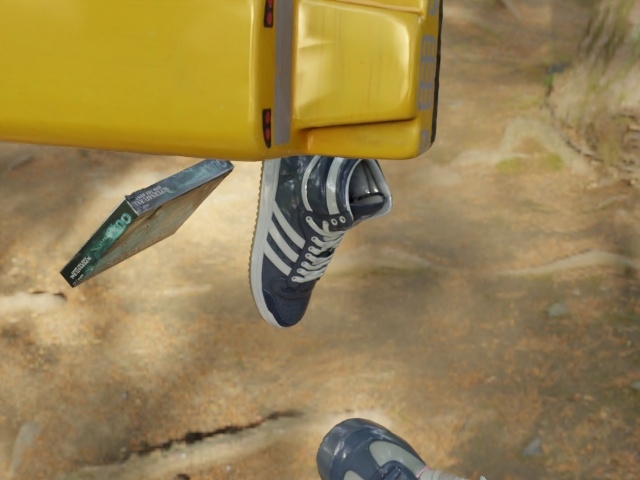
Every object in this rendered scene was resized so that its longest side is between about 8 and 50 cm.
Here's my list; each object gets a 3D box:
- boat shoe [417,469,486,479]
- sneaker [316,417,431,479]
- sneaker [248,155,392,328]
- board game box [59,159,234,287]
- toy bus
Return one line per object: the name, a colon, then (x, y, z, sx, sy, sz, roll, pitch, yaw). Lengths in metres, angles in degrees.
boat shoe: (0.137, 0.282, 0.874, 0.103, 0.118, 0.320, 2, -3, 3)
sneaker: (0.122, 0.328, 1.127, 0.112, 0.319, 0.131, -47, 28, -11)
sneaker: (0.000, 0.000, 1.213, 0.153, 0.282, 0.099, 20, 27, 33)
board game box: (-0.177, -0.024, 1.022, 0.026, 0.126, 0.186, 49, 32, 3)
toy bus: (-0.101, -0.109, 0.587, 0.332, 0.108, 0.130, 6, 10, 20)
